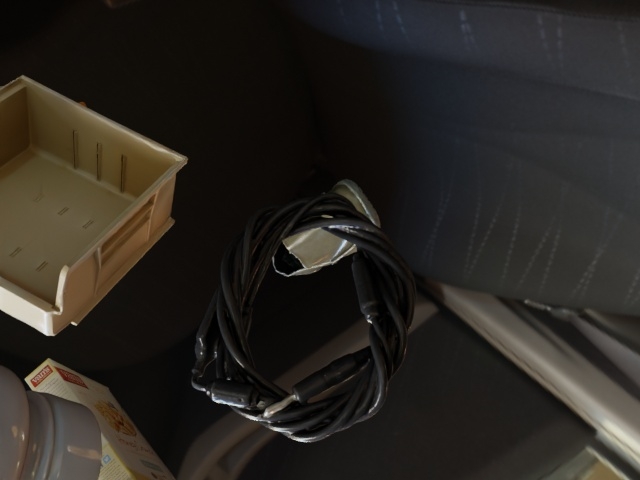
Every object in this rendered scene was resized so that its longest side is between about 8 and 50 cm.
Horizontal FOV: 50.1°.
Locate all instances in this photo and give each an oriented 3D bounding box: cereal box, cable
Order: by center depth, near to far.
[{"bbox_3d":[-0.006,0.045,0.497,0.047,0.151,0.184,65,44,-59],"label":"cable"},{"bbox_3d":[-0.271,0.271,0.902,0.047,0.240,0.173,-42,154,-10],"label":"cereal box"}]

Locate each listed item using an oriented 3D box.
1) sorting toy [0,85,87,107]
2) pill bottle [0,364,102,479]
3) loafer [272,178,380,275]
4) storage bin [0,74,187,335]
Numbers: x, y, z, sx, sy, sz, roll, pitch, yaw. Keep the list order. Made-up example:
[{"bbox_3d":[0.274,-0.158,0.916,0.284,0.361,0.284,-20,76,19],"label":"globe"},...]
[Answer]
[{"bbox_3d":[-0.488,-0.123,1.014,0.348,0.047,0.195,-24,107,-46],"label":"sorting toy"},{"bbox_3d":[-0.314,0.147,0.482,0.160,0.160,0.283,-47,132,12],"label":"pill bottle"},{"bbox_3d":[0.000,0.000,0.936,0.087,0.094,0.251,-33,173,-27],"label":"loafer"},{"bbox_3d":[-0.355,-0.051,0.864,0.260,0.262,0.123,-56,170,-45],"label":"storage bin"}]
